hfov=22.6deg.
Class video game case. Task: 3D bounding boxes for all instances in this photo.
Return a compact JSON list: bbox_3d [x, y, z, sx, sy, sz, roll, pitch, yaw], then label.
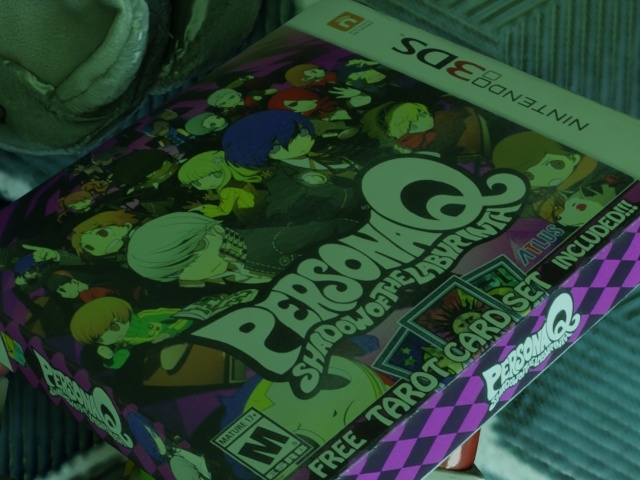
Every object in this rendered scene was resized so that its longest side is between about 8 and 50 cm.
[{"bbox_3d":[0.000,0.000,0.620,0.210,0.232,0.041,29,144,38],"label":"video game case"}]

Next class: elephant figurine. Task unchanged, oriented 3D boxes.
[{"bbox_3d":[-0.107,-0.112,0.694,0.169,0.186,0.239,-20,108,-25],"label":"elephant figurine"}]

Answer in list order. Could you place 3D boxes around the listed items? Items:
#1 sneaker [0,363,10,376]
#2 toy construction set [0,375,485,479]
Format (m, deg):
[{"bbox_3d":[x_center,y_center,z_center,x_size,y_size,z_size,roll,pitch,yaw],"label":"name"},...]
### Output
[{"bbox_3d":[-0.233,0.095,0.746,0.314,0.116,0.136,-32,136,13],"label":"sneaker"},{"bbox_3d":[-0.063,0.157,0.695,0.237,0.257,0.308,8,125,15],"label":"toy construction set"}]
